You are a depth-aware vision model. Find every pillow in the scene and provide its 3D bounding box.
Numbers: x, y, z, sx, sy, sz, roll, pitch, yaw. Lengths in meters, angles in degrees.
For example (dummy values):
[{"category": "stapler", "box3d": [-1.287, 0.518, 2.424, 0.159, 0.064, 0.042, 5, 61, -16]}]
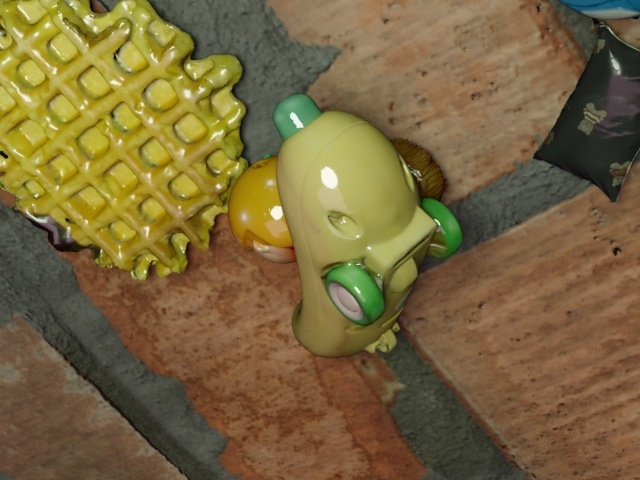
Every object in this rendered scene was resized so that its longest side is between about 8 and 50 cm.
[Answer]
[{"category": "pillow", "box3d": [0.259, -0.112, 0.906, 0.090, 0.048, 0.150, 21, 125, -4]}]

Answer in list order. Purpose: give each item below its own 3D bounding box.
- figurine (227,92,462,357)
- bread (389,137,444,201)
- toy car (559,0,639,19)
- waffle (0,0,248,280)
[{"category": "figurine", "box3d": [0.000, 0.000, 0.954, 0.222, 0.124, 0.324, 41, 154, 16]}, {"category": "bread", "box3d": [0.079, -0.057, 0.974, 0.085, 0.053, 0.085, 18, 126, 26]}, {"category": "toy car", "box3d": [0.275, -0.283, 0.734, 0.314, 0.166, 0.198, -32, 106, 27]}, {"category": "waffle", "box3d": [-0.225, -0.105, 1.006, 0.312, 0.060, 0.307, 21, 121, -1]}]
